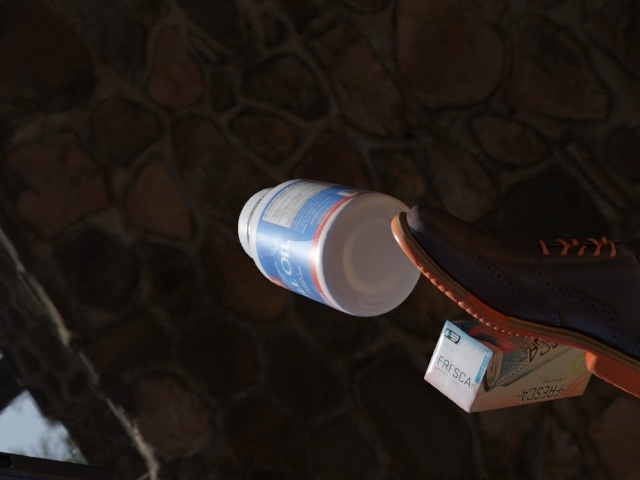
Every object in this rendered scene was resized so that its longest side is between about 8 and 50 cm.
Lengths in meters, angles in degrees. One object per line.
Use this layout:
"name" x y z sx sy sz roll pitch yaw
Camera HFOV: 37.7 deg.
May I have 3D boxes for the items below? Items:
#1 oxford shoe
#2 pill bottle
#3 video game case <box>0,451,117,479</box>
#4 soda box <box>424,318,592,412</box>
"oxford shoe" 0.185 0.025 0.726 0.271 0.098 0.097 25 -155 -11
"pill bottle" 0.000 0.000 0.991 0.221 0.124 0.124 16 139 60
"video game case" -0.300 0.219 0.645 0.026 0.274 0.196 -115 43 -61
"soda box" 0.181 0.108 0.850 0.058 0.183 0.063 34 113 41
